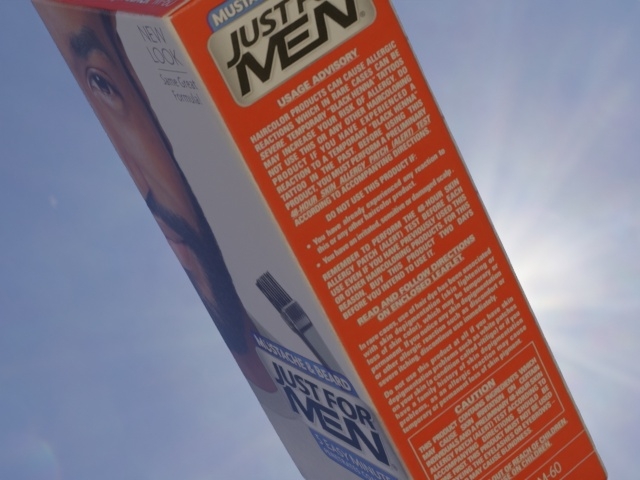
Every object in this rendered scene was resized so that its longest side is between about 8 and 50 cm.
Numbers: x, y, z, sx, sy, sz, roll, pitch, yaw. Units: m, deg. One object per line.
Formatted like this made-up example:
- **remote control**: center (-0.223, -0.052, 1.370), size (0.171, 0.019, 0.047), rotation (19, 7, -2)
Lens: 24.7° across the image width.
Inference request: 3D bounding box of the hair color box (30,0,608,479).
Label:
- **hair color box**: center (0.000, 0.000, 0.374), size (0.053, 0.093, 0.167), rotation (-35, -65, -18)
